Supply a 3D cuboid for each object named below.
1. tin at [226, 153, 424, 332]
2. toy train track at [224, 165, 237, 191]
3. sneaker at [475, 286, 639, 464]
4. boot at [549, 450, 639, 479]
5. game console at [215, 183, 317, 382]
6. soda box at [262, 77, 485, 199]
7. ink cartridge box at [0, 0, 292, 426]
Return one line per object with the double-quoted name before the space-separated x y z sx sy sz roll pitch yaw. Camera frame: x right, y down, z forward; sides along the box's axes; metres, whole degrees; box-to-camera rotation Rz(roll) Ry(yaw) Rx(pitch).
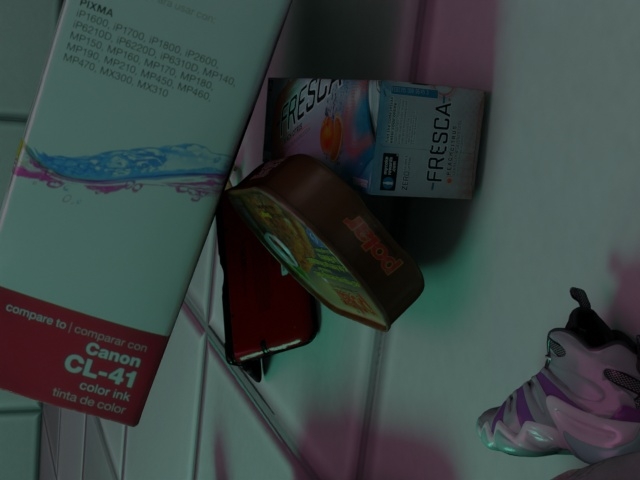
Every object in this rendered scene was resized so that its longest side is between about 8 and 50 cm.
"tin" 0.000 0.000 0.547 0.106 0.040 0.190 53 170 -11
"toy train track" -0.079 -0.044 0.873 0.048 0.014 0.083 -61 40 37
"sneaker" 0.100 0.054 0.384 0.098 0.038 0.069 -12 76 58
"boot" 0.086 0.114 0.290 0.258 0.123 0.095 120 145 -51
"game console" -0.037 0.030 0.759 0.124 0.085 0.144 -21 66 34
"soda box" 0.022 -0.064 0.547 0.183 0.063 0.058 -156 70 -67
"ink cartridge box" -0.127 -0.062 0.659 0.226 0.131 0.306 -100 33 -73
